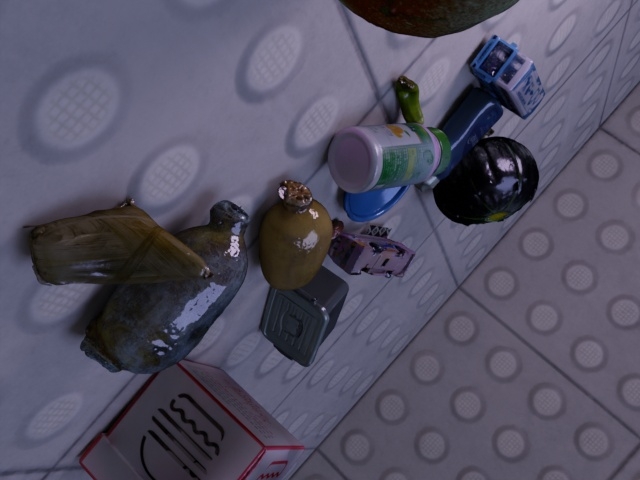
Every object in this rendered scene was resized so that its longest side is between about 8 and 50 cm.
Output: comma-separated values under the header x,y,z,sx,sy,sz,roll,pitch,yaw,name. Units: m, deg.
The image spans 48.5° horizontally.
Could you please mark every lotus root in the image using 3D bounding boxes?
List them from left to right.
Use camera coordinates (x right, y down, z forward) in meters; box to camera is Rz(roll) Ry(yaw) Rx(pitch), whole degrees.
x,y,z,sx,sy,sz,roll,pitch,yaw,name
-0.232,0.088,1.181,0.349,0.175,0.175,-46,159,-4,lotus root
-0.053,0.008,1.428,0.146,0.131,0.303,-37,156,-31,lotus root

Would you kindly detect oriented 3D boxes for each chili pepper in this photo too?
x,y,z,sx,sy,sz,roll,pitch,yaw,name
0.186,-0.296,1.484,0.202,0.051,0.050,52,54,-68,chili pepper

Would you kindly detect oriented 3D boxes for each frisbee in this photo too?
x,y,z,sx,sy,sz,roll,pitch,yaw,name
0.137,-0.150,1.640,0.242,0.045,0.242,-31,144,-27,frisbee

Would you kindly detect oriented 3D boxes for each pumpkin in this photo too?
x,y,z,sx,sy,sz,roll,pitch,yaw,name
0.444,-0.189,1.967,0.296,0.296,0.296,-40,157,-21,pumpkin

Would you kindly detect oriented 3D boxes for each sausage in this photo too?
x,y,z,sx,sy,sz,roll,pitch,yaw,name
0.000,0.000,1.653,0.158,0.042,0.036,-39,119,-28,sausage

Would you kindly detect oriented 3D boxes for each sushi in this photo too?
x,y,z,sx,sy,sz,roll,pitch,yaw,name
0.127,0.009,1.921,0.120,0.026,0.126,10,113,-56,sushi

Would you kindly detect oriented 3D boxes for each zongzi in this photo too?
x,y,z,sx,sy,sz,roll,pitch,yaw,name
-0.269,0.026,0.956,0.194,0.197,0.099,-20,130,-46,zongzi

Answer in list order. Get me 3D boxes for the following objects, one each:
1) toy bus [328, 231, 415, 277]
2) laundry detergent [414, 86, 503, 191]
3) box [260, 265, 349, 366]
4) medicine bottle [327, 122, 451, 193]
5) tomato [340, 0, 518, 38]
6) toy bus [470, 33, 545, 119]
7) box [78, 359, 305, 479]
x,y,z,sx,sy,sz,roll,pitch,yaw,name
0.135,0.035,1.819,0.274,0.112,0.090,8,113,-56,toy bus
0.340,-0.246,1.810,0.290,0.094,0.143,-52,162,8,laundry detergent
-0.033,0.170,1.724,0.135,0.163,0.243,-42,158,-41,box
0.152,-0.175,1.466,0.274,0.133,0.133,-11,138,-45,medicine bottle
0.146,-0.415,0.905,0.239,0.303,0.304,-27,150,-51,tomato
0.463,-0.395,1.745,0.106,0.131,0.297,-53,159,10,toy bus
-0.265,0.474,1.563,0.300,0.314,0.312,-51,159,-2,box
